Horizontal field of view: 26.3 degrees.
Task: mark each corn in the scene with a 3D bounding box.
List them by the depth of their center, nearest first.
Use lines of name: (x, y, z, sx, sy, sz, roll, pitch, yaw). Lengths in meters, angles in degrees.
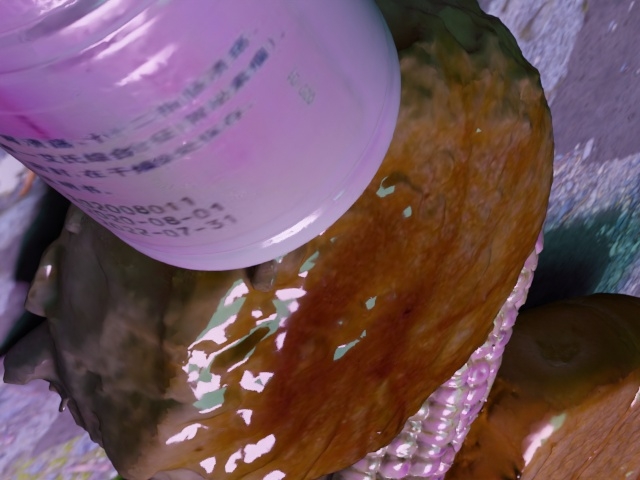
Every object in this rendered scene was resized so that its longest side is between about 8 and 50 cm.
corn: (0.056, 0.118, 0.970, 0.126, 0.126, 0.335, -9, 132, -51)

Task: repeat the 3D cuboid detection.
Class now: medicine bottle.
medicine bottle: (-0.076, -0.100, 0.482, 0.152, 0.152, 0.254, -47, 152, -4)

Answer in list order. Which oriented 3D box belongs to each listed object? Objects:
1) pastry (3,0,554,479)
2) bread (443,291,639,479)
pastry: (0.000, 0.000, 0.728, 0.329, 0.136, 0.329, -33, 147, -25)
bread: (0.162, 0.185, 1.184, 0.328, 0.148, 0.337, -4, 131, -48)
